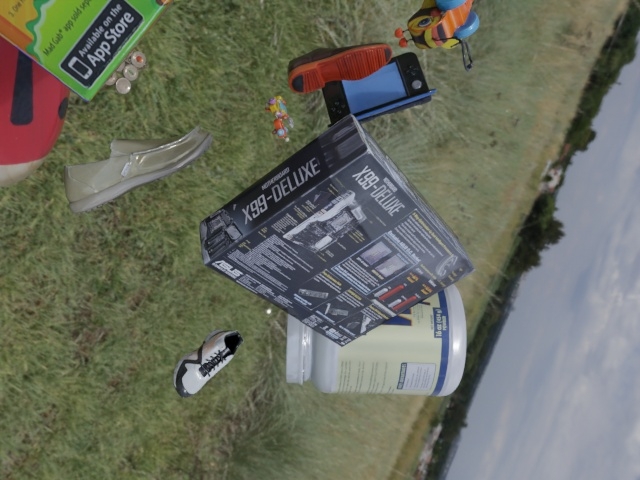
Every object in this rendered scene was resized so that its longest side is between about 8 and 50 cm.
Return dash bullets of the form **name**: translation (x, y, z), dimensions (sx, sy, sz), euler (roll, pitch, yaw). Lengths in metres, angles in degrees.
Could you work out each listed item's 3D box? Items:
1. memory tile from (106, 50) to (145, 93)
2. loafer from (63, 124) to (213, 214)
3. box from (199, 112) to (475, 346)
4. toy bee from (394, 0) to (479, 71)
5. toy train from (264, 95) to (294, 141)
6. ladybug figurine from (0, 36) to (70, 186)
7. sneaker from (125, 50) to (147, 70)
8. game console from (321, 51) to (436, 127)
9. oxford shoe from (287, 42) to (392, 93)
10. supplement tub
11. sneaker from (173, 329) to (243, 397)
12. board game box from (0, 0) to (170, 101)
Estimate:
- **memory tile**: translation (-0.477, -0.416, 1.229), dimensions (0.148, 0.012, 0.113), euler (36, 80, -47)
- **loafer**: translation (-0.311, -0.137, 0.913), dimensions (0.269, 0.102, 0.092), euler (-29, 107, -12)
- **box**: translation (0.033, 0.011, 0.726), dimensions (0.242, 0.076, 0.307), euler (-34, 135, 19)
- **toy bee**: translation (0.237, -0.470, 1.121), dimensions (0.298, 0.162, 0.195), euler (-58, 135, -45)
- **toy train**: translation (-0.123, -0.349, 1.551), dimensions (0.166, 0.046, 0.125), euler (-74, 145, -67)
- **ladybug figurine**: translation (-0.563, -0.284, 0.932), dimensions (0.305, 0.162, 0.449), euler (-29, 141, -53)
- **sneaker**: translation (-0.691, -0.654, 1.858), dimensions (0.192, 0.086, 0.064), euler (36, 84, -34)
- **game console**: translation (0.147, -0.416, 1.477), dimensions (0.173, 0.293, 0.250), euler (54, 21, -67)
- **oxford shoe**: translation (0.044, -0.462, 1.373), dimensions (0.097, 0.272, 0.098), euler (72, 6, -57)
- **supplement tub**: translation (0.098, 0.183, 1.064), dimensions (0.235, 0.325, 0.235), euler (-178, -90, -88)
- **sneaker**: translation (-0.133, 0.141, 0.644), dimensions (0.040, 0.044, 0.109), euler (60, 37, -19)
- **board game box**: translation (-0.207, -0.409, 0.453), dimensions (0.356, 0.356, 0.356), euler (-42, -152, 16)
